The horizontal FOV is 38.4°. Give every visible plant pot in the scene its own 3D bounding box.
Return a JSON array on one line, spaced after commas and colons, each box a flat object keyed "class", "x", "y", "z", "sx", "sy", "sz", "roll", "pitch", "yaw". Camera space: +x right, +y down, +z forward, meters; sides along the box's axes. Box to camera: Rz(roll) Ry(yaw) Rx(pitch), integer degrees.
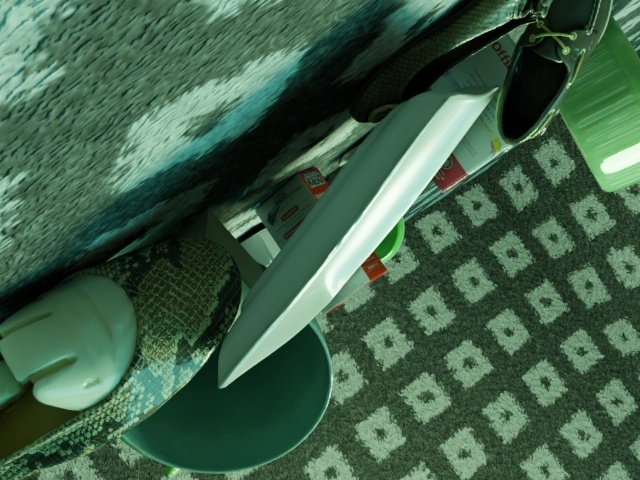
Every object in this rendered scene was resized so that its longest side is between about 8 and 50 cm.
[{"class": "plant pot", "x": -0.135, "y": 0.131, "z": 1.216, "sx": 0.290, "sy": 0.290, "sz": 0.195, "roll": -36, "pitch": -155, "yaw": 14}]

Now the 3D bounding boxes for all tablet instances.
[{"class": "tablet", "x": 0.063, "y": -0.133, "z": 1.288, "sx": 0.083, "sy": 0.006, "sz": 0.054, "roll": -34, "pitch": 175, "yaw": -12}]

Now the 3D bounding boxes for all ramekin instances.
[{"class": "ramekin", "x": 0.504, "y": -0.232, "z": 1.609, "sx": 0.148, "sy": 0.303, "sz": 0.303, "roll": -28, "pitch": 177, "yaw": 18}]

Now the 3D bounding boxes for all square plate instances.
[{"class": "square plate", "x": 0.044, "y": -0.030, "z": 0.952, "sx": 0.344, "sy": 0.049, "sz": 0.347, "roll": -53, "pitch": 173, "yaw": 19}]

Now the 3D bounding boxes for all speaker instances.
[{"class": "speaker", "x": 0.070, "y": -0.027, "z": 1.487, "sx": 0.131, "sy": 0.131, "sz": 0.296, "roll": -35, "pitch": -177, "yaw": 5}]

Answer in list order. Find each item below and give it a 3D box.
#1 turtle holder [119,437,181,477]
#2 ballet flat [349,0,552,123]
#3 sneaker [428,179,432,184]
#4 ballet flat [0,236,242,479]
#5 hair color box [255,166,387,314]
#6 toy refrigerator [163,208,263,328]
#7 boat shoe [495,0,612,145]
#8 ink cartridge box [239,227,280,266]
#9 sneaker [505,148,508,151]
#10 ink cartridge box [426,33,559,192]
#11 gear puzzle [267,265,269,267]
[{"class": "turtle holder", "x": -0.223, "y": 0.239, "z": 1.642, "sx": 0.320, "sy": 0.243, "sz": 0.227, "roll": -18, "pitch": 148, "yaw": -42}, {"class": "ballet flat", "x": 0.133, "y": -0.188, "z": 0.919, "sx": 0.250, "sy": 0.058, "sz": 0.084, "roll": -37, "pitch": 174, "yaw": 22}, {"class": "sneaker", "x": 0.161, "y": -0.148, "z": 1.276, "sx": 0.268, "sy": 0.101, "sz": 0.153, "roll": -37, "pitch": 179, "yaw": 18}, {"class": "ballet flat", "x": -0.298, "y": 0.150, "z": 0.889, "sx": 0.482, "sy": 0.164, "sz": 0.182, "roll": -33, "pitch": 160, "yaw": 12}, {"class": "hair color box", "x": 0.000, "y": 0.000, "z": 1.200, "sx": 0.093, "sy": 0.167, "sz": 0.053, "roll": -38, "pitch": 173, "yaw": 34}, {"class": "toy refrigerator", "x": -0.198, "y": 0.091, "z": 1.029, "sx": 0.269, "sy": 0.102, "sz": 0.094, "roll": -36, "pitch": -157, "yaw": 12}, {"class": "boat shoe", "x": 0.256, "y": -0.207, "z": 1.010, "sx": 0.069, "sy": 0.081, "sz": 0.228, "roll": -47, "pitch": 158, "yaw": -52}, {"class": "ink cartridge box", "x": -0.070, "y": 0.004, "z": 1.403, "sx": 0.088, "sy": 0.052, "sz": 0.122, "roll": -30, "pitch": -179, "yaw": 44}, {"class": "sneaker", "x": 0.346, "y": -0.214, "z": 1.858, "sx": 0.258, "sy": 0.091, "sz": 0.094, "roll": -36, "pitch": 175, "yaw": 18}, {"class": "ink cartridge box", "x": 0.188, "y": -0.160, "z": 1.146, "sx": 0.175, "sy": 0.127, "sz": 0.072, "roll": -35, "pitch": 176, "yaw": 8}, {"class": "gear puzzle", "x": -0.099, "y": 0.024, "z": 1.562, "sx": 0.339, "sy": 0.044, "sz": 0.175, "roll": -34, "pitch": 174, "yaw": -45}]
